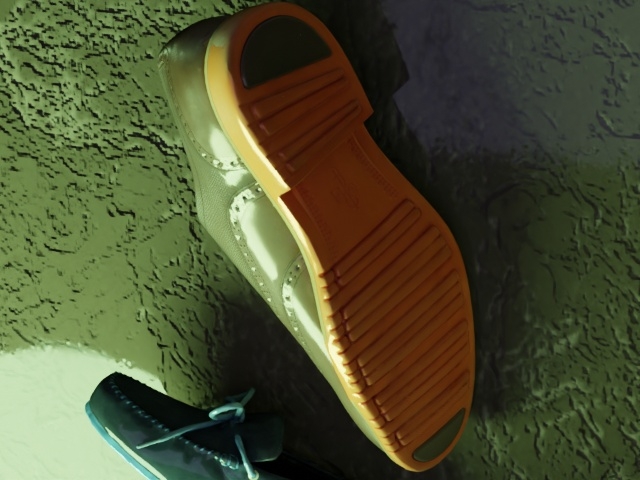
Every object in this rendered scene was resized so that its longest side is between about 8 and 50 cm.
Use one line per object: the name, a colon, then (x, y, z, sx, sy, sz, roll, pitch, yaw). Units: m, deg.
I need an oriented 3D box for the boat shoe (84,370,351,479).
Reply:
boat shoe: (-0.049, 0.161, 1.464, 0.258, 0.109, 0.089, 30, 107, -12)

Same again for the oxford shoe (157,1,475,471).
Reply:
oxford shoe: (0.000, 0.000, 1.394, 0.132, 0.130, 0.364, 0, 118, 51)
